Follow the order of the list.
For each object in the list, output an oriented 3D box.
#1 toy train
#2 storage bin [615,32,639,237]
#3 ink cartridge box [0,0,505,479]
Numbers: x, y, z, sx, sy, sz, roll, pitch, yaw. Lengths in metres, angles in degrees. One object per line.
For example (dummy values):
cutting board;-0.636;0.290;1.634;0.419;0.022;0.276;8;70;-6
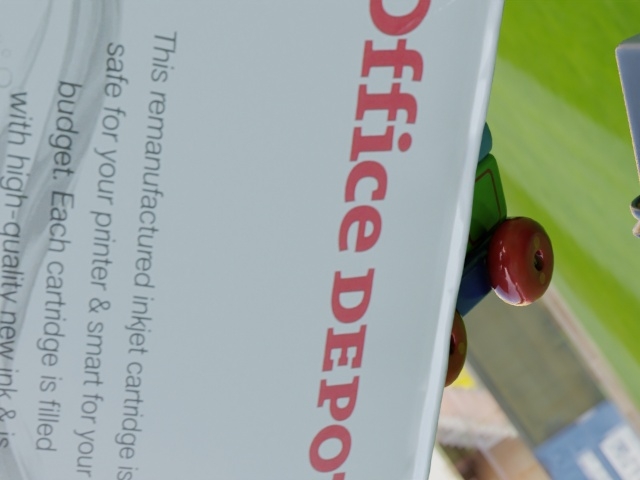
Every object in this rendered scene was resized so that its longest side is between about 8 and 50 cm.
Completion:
toy train;0.000;0.000;0.776;0.248;0.105;0.143;-37;-61;-48
storage bin;0.202;-0.064;0.802;0.098;0.135;0.091;14;126;64
ink cartridge box;-0.122;-0.014;0.502;0.129;0.307;0.223;-133;45;-56
